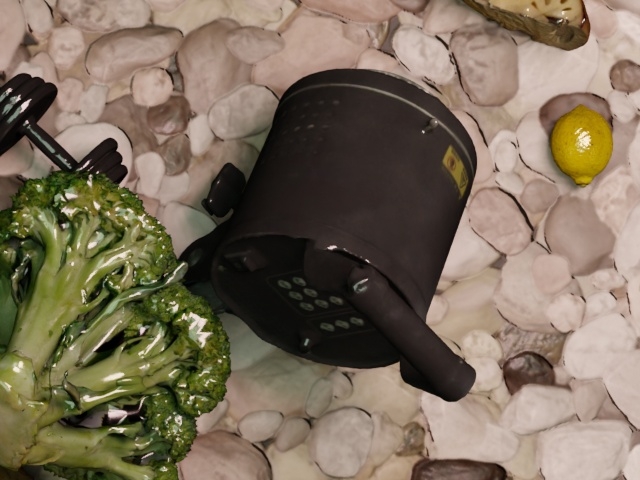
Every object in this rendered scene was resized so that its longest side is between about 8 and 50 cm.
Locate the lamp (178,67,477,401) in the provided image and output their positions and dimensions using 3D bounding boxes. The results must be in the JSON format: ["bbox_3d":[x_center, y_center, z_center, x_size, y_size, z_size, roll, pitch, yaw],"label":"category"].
[{"bbox_3d":[0.034,-0.028,1.739,0.205,0.374,0.272,44,69,-31],"label":"lamp"}]

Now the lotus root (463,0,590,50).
[{"bbox_3d":[0.204,-0.251,1.824,0.159,0.135,0.095,28,88,12],"label":"lotus root"}]

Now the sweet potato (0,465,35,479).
[{"bbox_3d":[-0.321,0.250,1.823,0.341,0.092,0.114,34,119,-9],"label":"sweet potato"}]

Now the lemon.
[{"bbox_3d":[0.259,-0.094,1.857,0.062,0.062,0.083,-3,88,-2],"label":"lemon"}]

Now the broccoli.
[{"bbox_3d":[-0.233,0.101,1.733,0.321,0.283,0.304,37,118,0],"label":"broccoli"}]

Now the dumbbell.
[{"bbox_3d":[-0.262,-0.089,1.824,0.208,0.099,0.099,43,89,0],"label":"dumbbell"}]
